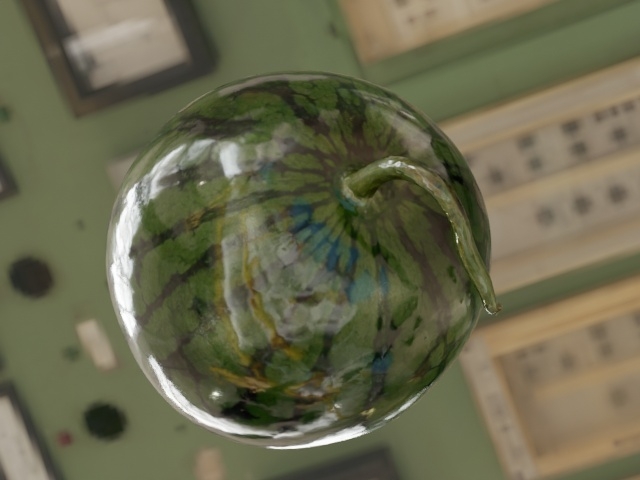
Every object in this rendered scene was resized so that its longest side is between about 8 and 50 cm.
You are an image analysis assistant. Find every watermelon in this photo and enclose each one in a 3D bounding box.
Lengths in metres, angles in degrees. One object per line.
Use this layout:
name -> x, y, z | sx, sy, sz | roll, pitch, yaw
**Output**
watermelon -> 0.000, 0.000, 0.686 | 0.187, 0.141, 0.140 | -44, 58, 58
